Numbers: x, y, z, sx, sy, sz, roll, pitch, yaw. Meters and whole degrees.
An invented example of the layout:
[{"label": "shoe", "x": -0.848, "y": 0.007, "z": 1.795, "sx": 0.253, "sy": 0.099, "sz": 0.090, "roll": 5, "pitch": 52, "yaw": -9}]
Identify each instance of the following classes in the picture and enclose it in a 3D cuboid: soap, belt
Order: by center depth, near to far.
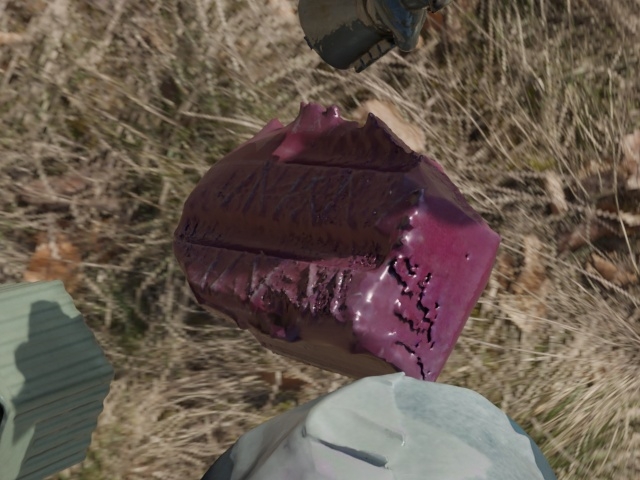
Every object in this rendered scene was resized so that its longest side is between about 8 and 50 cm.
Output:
[{"label": "belt", "x": 0.027, "y": 0.304, "z": 0.857, "sx": 0.300, "sy": 0.173, "sz": 0.436, "roll": 6, "pitch": 113, "yaw": -6}, {"label": "soap", "x": 0.000, "y": 0.000, "z": 1.103, "sx": 0.325, "sy": 0.127, "sz": 0.220, "roll": 12, "pitch": 66, "yaw": 49}]

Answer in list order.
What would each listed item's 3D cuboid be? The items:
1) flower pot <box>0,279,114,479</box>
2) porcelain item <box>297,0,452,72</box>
[{"label": "flower pot", "x": -0.363, "y": 0.158, "z": 1.352, "sx": 0.209, "sy": 0.190, "sz": 0.239, "roll": 28, "pitch": 110, "yaw": 22}, {"label": "porcelain item", "x": 0.049, "y": -0.178, "z": 0.950, "sx": 0.054, "sy": 0.213, "sz": 0.084, "roll": -37, "pitch": 102, "yaw": -18}]
